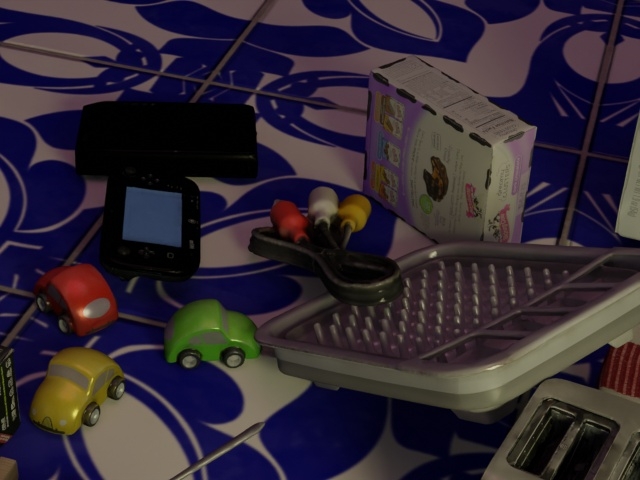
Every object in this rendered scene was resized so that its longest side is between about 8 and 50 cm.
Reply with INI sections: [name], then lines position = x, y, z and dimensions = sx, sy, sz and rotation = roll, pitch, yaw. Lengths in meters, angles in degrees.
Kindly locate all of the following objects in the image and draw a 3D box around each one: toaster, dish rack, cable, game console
[toaster]
position = 0.219, 0.210, 1.043
dimensions = 0.168, 0.110, 0.186
rotation = 21, 38, 21
[dish rack]
position = 0.131, 0.080, 1.238
dimensions = 0.285, 0.072, 0.333
rotation = -25, 18, -34
[cable]
position = 0.000, 0.000, 1.368
dimensions = 0.139, 0.072, 0.287
rotation = -5, 13, -6
[game console]
position = -0.173, -0.063, 1.516
dimensions = 0.213, 0.044, 0.361
rotation = 0, 33, -5

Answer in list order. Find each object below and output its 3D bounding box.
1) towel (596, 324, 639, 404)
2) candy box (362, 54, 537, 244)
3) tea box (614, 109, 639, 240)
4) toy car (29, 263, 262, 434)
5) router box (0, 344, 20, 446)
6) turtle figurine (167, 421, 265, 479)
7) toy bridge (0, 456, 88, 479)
[towel]
position = 0.409, 0.113, 1.324
dimensions = 0.237, 0.037, 0.329
rotation = 14, 35, 16
[candy box]
position = 0.138, -0.087, 1.484
dimensions = 0.070, 0.165, 0.196
rotation = -25, 44, -32
[tea box]
position = 0.525, -0.127, 1.501
dimensions = 0.323, 0.220, 0.329
rotation = 13, 28, 14
[toy car]
position = -0.168, 0.087, 1.301
dimensions = 0.225, 0.053, 0.239
rotation = -2, 35, -8
[router box]
position = -0.331, 0.125, 1.196
dimensions = 0.122, 0.092, 0.038
rotation = 14, 36, 15
[turtle figurine]
position = -0.115, 0.272, 0.919
dimensions = 0.275, 0.198, 0.266
rotation = 5, 38, 8
[toy bridge]
position = -0.276, 0.214, 1.132
dimensions = 0.188, 0.026, 0.063
rotation = 12, 38, 12
